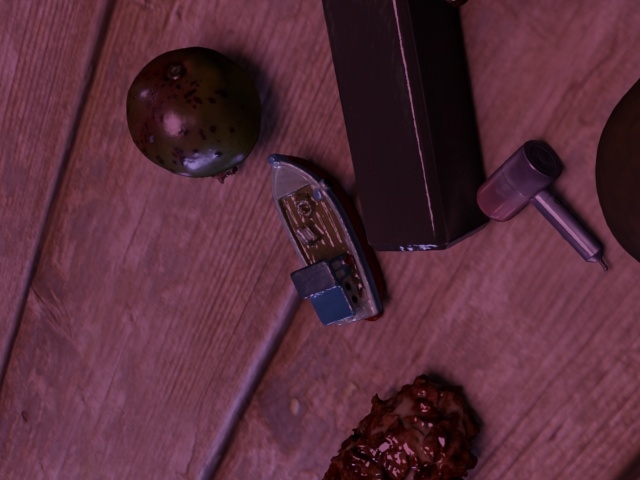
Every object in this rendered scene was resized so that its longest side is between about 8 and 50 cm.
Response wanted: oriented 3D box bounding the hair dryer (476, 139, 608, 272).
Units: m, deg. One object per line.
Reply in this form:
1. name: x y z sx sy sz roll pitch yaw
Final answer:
1. hair dryer: 0.177 -0.016 0.819 0.114 0.037 0.063 47 132 6

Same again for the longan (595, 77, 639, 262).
1. longan: 0.254 -0.045 0.650 0.167 0.167 0.187 66 161 0

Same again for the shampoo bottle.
1. shampoo bottle: 0.065 -0.118 0.839 0.079 0.080 0.246 -2 106 39

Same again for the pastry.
1. pastry: 0.059 0.213 0.964 0.115 0.097 0.208 42 128 7

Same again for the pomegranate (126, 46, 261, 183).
1. pomegranate: -0.114 -0.109 0.967 0.130 0.130 0.130 16 116 35

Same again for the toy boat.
1. toy boat: 0.000 0.000 0.952 0.069 0.059 0.173 -22 92 43

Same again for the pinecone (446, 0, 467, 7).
1. pinecone: 0.089 -0.286 0.664 0.224 0.224 0.272 22 139 32
